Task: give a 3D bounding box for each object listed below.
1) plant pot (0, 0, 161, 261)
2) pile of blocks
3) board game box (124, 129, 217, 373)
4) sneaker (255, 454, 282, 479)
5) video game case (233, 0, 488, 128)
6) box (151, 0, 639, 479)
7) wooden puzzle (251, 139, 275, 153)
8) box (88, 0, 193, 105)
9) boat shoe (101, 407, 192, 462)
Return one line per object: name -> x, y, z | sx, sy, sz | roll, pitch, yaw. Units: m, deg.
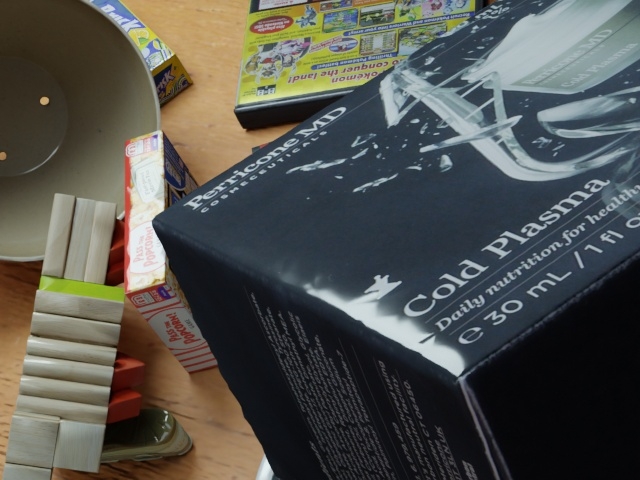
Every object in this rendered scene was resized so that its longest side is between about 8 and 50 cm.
plant pot -> -0.327, -0.128, 1.833 | 0.284, 0.284, 0.191 | -38, 14, -9
pile of blocks -> -0.222, 0.116, 1.635 | 0.113, 0.149, 0.362 | 9, 50, -6
board game box -> -0.143, 0.011, 1.696 | 0.045, 0.146, 0.193 | -17, 49, 13
sneaker -> 0.021, 0.166, 1.561 | 0.121, 0.079, 0.216 | 2, 63, 20
video game case -> 0.048, -0.244, 1.891 | 0.275, 0.035, 0.248 | -7, 51, 16
box -> 0.209, 0.025, 1.305 | 0.480, 0.297, 0.472 | -33, 24, -18
wooden puzzle -> -0.047, -0.086, 1.825 | 0.083, 0.006, 0.049 | -17, 49, 10
box -> -0.219, -0.220, 1.971 | 0.059, 0.054, 0.169 | -38, 48, -9
boat shoe -> -0.197, 0.190, 1.654 | 0.153, 0.048, 0.056 | -7, 56, 25
